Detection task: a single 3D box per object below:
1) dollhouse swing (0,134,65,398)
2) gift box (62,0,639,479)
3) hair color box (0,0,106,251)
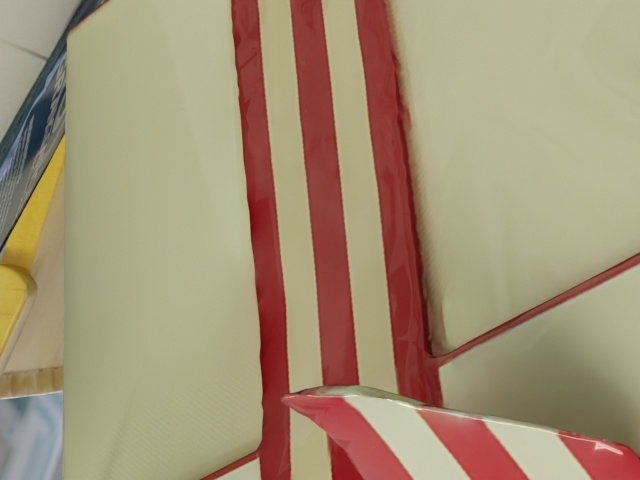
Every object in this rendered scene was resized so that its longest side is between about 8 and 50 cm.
[{"bbox_3d":[-0.315,-0.014,1.756,0.315,0.305,0.347,3,180,13],"label":"dollhouse swing"},{"bbox_3d":[0.057,0.033,0.515,0.276,0.258,0.255,20,141,-35],"label":"gift box"},{"bbox_3d":[-0.180,-0.039,0.597,0.173,0.347,0.105,22,136,-2],"label":"hair color box"}]
